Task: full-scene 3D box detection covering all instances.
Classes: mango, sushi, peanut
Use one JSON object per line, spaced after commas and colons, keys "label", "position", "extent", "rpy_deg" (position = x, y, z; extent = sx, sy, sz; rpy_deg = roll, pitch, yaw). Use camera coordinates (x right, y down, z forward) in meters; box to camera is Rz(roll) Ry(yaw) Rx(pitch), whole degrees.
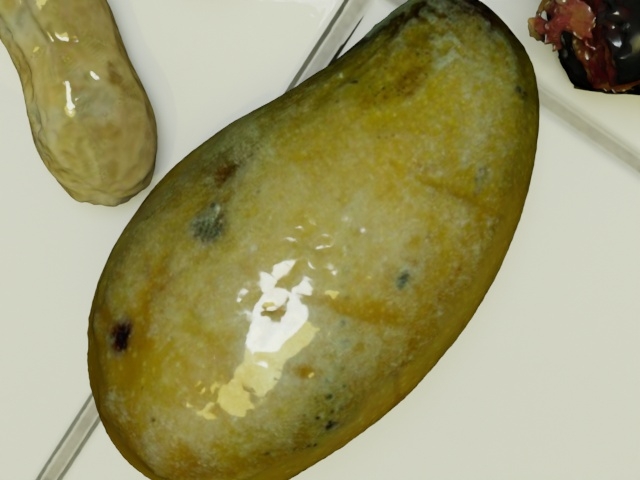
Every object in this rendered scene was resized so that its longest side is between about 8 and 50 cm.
{"label": "mango", "position": [0.003, 0.006, 0.539], "extent": [0.329, 0.175, 0.176], "rpy_deg": [-41, 126, -8]}
{"label": "sushi", "position": [0.184, -0.158, 0.489], "extent": [0.153, 0.150, 0.172], "rpy_deg": [5, 106, -2]}
{"label": "peanut", "position": [-0.149, -0.101, 0.540], "extent": [0.080, 0.080, 0.174], "rpy_deg": [-18, 107, 5]}
